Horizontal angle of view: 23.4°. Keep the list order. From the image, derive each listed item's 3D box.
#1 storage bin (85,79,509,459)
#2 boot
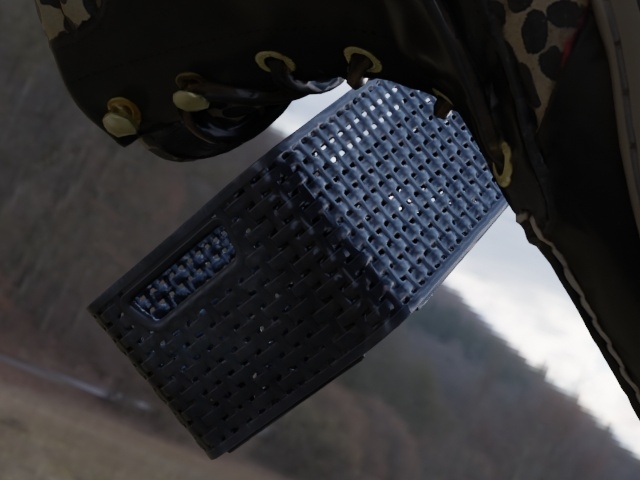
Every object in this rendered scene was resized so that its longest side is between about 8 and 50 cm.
[{"bbox_3d":[0.000,0.000,0.664,0.084,0.122,0.180,51,34,-1],"label":"storage bin"},{"bbox_3d":[0.036,-0.071,0.553,0.284,0.138,0.377,-10,-71,50],"label":"boot"}]
